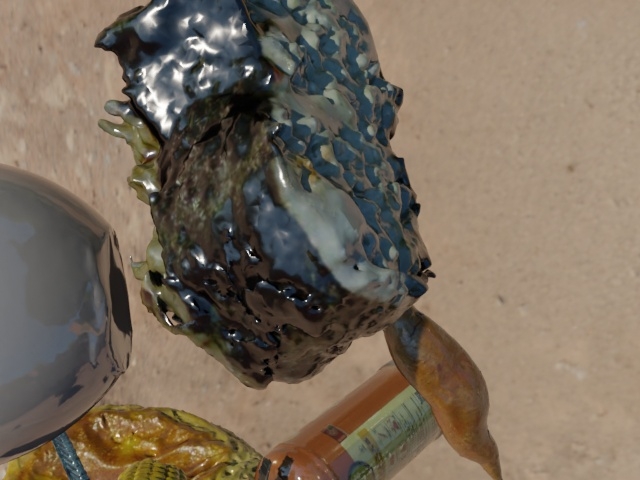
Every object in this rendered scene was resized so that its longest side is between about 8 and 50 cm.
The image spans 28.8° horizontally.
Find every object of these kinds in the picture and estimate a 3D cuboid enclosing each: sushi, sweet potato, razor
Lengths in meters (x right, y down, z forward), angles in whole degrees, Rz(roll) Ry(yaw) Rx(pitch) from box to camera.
[{"bbox_3d":[-0.034,-0.041,0.596,0.147,0.115,0.212,28,41,-46],"label":"sushi"},{"bbox_3d":[0.105,0.124,0.975,0.056,0.056,0.195,-35,109,-17],"label":"sweet potato"},{"bbox_3d":[-0.264,0.226,1.320,0.066,0.033,0.190,-13,74,-49],"label":"razor"}]

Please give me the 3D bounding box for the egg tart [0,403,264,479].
[{"bbox_3d":[-0.267,0.356,1.692,0.339,0.153,0.351,17,35,27],"label":"egg tart"}]

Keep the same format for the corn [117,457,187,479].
[{"bbox_3d":[-0.143,0.255,0.946,0.080,0.080,0.238,14,31,-7],"label":"corn"}]

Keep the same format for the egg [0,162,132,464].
[{"bbox_3d":[-0.224,0.045,0.692,0.232,0.176,0.176,-11,78,-4],"label":"egg"}]

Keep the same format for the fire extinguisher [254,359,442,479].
[{"bbox_3d":[0.035,0.279,1.454,0.376,0.113,0.200,-29,110,-45],"label":"fire extinguisher"}]
